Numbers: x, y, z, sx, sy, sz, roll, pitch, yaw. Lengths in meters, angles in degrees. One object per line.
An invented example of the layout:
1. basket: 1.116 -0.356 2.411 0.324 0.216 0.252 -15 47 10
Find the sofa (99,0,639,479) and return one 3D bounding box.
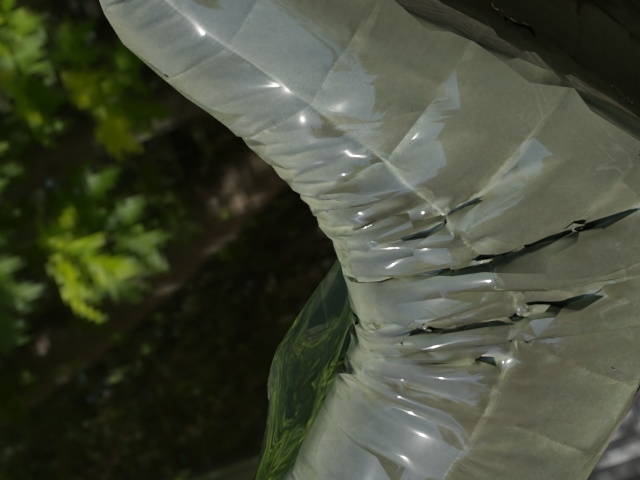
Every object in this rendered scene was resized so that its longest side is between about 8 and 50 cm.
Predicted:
1. sofa: 0.000 0.000 0.566 0.210 0.176 0.225 -76 10 -62
